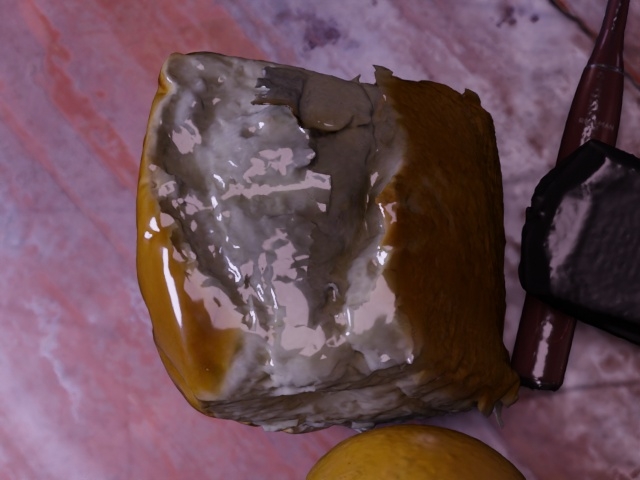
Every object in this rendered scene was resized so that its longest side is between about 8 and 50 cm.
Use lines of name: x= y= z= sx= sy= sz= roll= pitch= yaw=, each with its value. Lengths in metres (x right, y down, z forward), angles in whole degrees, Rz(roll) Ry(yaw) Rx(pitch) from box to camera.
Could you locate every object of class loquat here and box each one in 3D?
loquat: x=0.060 y=0.222 z=1.245 sx=0.208 sy=0.208 sz=0.208 roll=-1 pitch=76 yaw=5

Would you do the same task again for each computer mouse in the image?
computer mouse: x=0.241 y=0.017 z=1.336 sx=0.217 sy=0.073 sz=0.122 roll=25 pitch=89 yaw=-8

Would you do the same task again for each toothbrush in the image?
toothbrush: x=0.193 y=-0.067 z=1.388 sx=0.040 sy=0.041 sz=0.364 roll=13 pitch=78 yaw=8

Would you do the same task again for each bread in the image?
bread: x=0.000 y=0.000 z=1.277 sx=0.225 sy=0.279 sz=0.250 roll=-8 pitch=74 yaw=17
